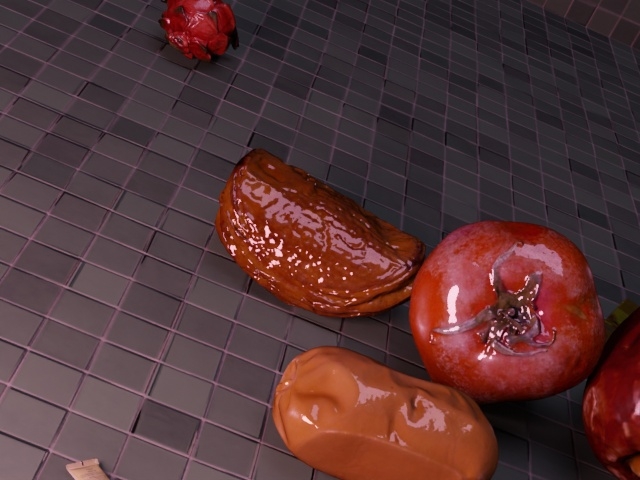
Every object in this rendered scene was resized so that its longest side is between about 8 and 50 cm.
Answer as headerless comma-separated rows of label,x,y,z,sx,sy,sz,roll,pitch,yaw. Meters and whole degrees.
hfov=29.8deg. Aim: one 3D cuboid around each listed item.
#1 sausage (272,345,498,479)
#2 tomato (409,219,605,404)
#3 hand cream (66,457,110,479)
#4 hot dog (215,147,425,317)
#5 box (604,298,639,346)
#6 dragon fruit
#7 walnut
sausage,0.069,0.189,1.233,0.241,0.120,0.136,23,40,-6
tomato,0.215,0.084,1.419,0.232,0.232,0.188,29,-7,6
hand cream,-0.187,0.230,1.068,0.035,0.022,0.102,-6,36,-44
hot dog,0.000,0.000,1.500,0.272,0.122,0.196,30,30,-1
box,0.447,0.152,1.692,0.121,0.030,0.193,35,29,18
dragon fruit,-0.195,-0.346,1.941,0.121,0.130,0.142,-10,32,5
walnut,0.438,0.174,1.413,0.222,0.244,0.269,59,38,-31
